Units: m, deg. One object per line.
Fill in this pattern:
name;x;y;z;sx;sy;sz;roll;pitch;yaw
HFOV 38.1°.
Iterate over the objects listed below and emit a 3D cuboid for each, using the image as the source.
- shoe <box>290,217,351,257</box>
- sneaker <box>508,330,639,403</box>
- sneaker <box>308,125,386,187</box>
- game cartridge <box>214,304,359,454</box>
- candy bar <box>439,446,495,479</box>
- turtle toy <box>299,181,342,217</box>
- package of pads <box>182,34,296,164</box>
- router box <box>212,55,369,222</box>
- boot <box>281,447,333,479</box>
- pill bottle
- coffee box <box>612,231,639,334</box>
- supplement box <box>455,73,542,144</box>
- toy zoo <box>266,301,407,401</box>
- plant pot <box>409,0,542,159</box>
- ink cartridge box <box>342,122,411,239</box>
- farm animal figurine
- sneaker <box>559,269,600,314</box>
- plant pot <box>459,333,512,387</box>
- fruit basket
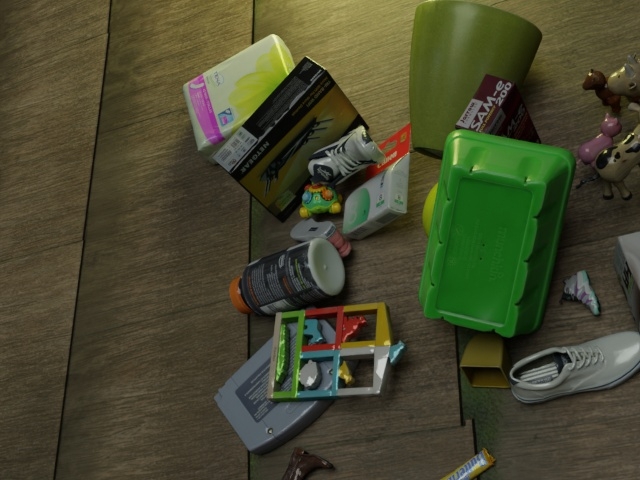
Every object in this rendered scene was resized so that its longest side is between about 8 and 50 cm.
shoe;0.000;0.000;2.051;0.063;0.081;0.178;-49;22;-17
sneaker;0.462;0.226;1.658;0.258;0.091;0.094;-25;55;13
sneaker;0.047;-0.170;2.006;0.153;0.094;0.235;-39;16;-1
game cartridge;-0.068;0.296;1.935;0.297;0.062;0.198;-44;57;1
candy bar;0.251;0.439;1.707;0.161;0.018;0.040;-37;53;8
turtle toy;-0.001;-0.103;2.089;0.095;0.066;0.130;-8;27;10
package of pads;-0.190;-0.358;2.319;0.297;0.101;0.229;-27;56;13
router box;-0.060;-0.222;2.087;0.309;0.243;0.081;-48;53;-1
boot;-0.035;0.477;1.829;0.106;0.037;0.114;7;65;45
pill bottle;-0.079;0.088;1.988;0.246;0.130;0.130;-20;56;33
coffee box;0.633;0.124;1.584;0.168;0.119;0.297;-13;58;4
supplement box;0.361;-0.209;1.853;0.073;0.239;0.130;24;78;34
toy zoo;0.036;0.225;1.866;0.293;0.030;0.192;-8;61;24
plant pot;0.297;-0.319;1.956;0.275;0.275;0.293;14;87;33
ink cartridge box;0.123;-0.132;2.006;0.181;0.056;0.224;-32;47;53
farm animal figurine;0.627;-0.256;1.732;0.327;0.172;0.330;-11;46;21
sneaker;0.484;0.109;1.747;0.069;0.038;0.098;-25;46;17
plant pot;0.318;0.222;1.750;0.081;0.081;0.083;-3;53;27
fruit basket;0.317;-0.023;1.775;0.283;0.392;0.392;13;71;15
